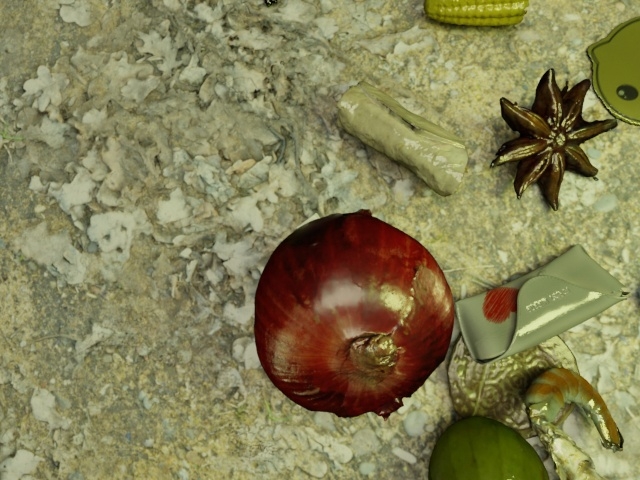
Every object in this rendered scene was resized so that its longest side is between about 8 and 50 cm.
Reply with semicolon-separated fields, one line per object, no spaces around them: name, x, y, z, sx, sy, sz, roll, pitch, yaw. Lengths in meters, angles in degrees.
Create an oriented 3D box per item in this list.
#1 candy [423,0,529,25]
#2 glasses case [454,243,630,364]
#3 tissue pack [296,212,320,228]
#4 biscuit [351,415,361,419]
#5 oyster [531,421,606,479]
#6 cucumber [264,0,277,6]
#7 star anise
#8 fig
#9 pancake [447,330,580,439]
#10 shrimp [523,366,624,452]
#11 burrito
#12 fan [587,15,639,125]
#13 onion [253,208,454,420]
candy;0.313;-0.490;0.825;0.198;0.094;0.106;2;58;11
glasses case;0.402;0.111;0.739;0.307;0.083;0.129;-24;70;-4
tissue pack;0.000;0.000;0.858;0.056;0.023;0.108;-34;81;4
biscuit;0.125;0.262;0.798;0.219;0.061;0.055;-45;121;1
oyster;0.453;0.405;0.732;0.105;0.061;0.200;-14;96;-10
cucumber;-0.133;-0.609;0.935;0.033;0.034;0.135;-21;82;1
star anise;0.427;-0.193;0.781;0.271;0.102;0.273;-2;103;-10
fig;0.285;0.428;0.676;0.202;0.225;0.203;4;110;13
pancake;0.365;0.259;0.772;0.249;0.031;0.251;-1;85;6
shrimp;0.434;0.306;0.694;0.161;0.049;0.166;-24;71;-31
burrito;0.165;-0.202;0.803;0.299;0.143;0.105;38;123;15
fan;0.691;-0.319;0.792;0.334;0.011;0.230;25;88;12
onion;0.051;0.107;0.696;0.340;0.341;0.342;-1;84;9
